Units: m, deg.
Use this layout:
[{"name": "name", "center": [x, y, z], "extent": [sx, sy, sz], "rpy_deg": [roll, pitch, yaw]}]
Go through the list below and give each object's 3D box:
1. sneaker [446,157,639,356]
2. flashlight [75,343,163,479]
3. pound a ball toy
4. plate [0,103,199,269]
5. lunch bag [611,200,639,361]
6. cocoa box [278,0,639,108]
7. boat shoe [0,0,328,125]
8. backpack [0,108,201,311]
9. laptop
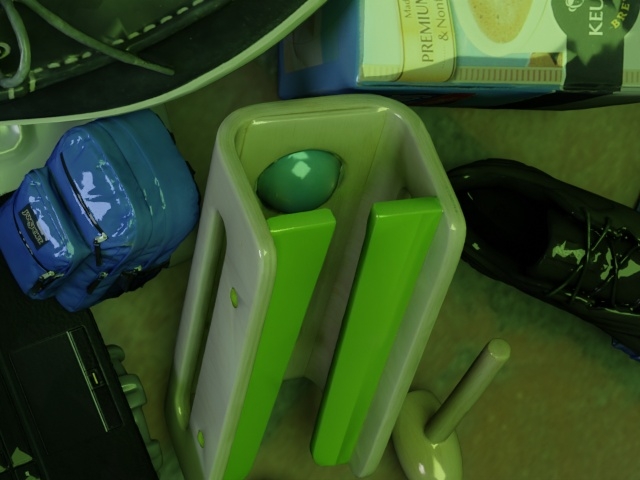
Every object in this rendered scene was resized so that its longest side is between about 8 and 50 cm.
[{"name": "sneaker", "center": [0.198, 0.023, 1.042], "extent": [0.286, 0.130, 0.109], "rpy_deg": [19, 93, 18]}, {"name": "flashlight", "center": [-0.257, 0.159, 0.987], "extent": [0.304, 0.103, 0.103], "rpy_deg": [-18, 131, -19]}, {"name": "pound a ball toy", "center": [0.015, 0.048, 0.994], "extent": [0.208, 0.319, 0.135], "rpy_deg": [-8, 53, -19]}, {"name": "plate", "center": [-0.236, -0.085, 1.017], "extent": [0.277, 0.045, 0.278], "rpy_deg": [-15, 97, -15]}, {"name": "lunch bag", "center": [0.290, 0.032, 1.145], "extent": [0.129, 0.096, 0.151], "rpy_deg": [23, 77, -16]}, {"name": "cocoa box", "center": [0.101, -0.261, 1.005], "extent": [0.228, 0.231, 0.347], "rpy_deg": [0, 93, -14]}, {"name": "boat shoe", "center": [-0.198, -0.151, 0.862], "extent": [0.500, 0.156, 0.186], "rpy_deg": [-13, 89, 9]}, {"name": "backpack", "center": [-0.134, -0.016, 0.941], "extent": [0.101, 0.120, 0.098], "rpy_deg": [-27, 83, -43]}, {"name": "laptop", "center": [-0.247, 0.092, 0.890], "extent": [0.264, 0.136, 0.234], "rpy_deg": [-20, 77, -14]}]
